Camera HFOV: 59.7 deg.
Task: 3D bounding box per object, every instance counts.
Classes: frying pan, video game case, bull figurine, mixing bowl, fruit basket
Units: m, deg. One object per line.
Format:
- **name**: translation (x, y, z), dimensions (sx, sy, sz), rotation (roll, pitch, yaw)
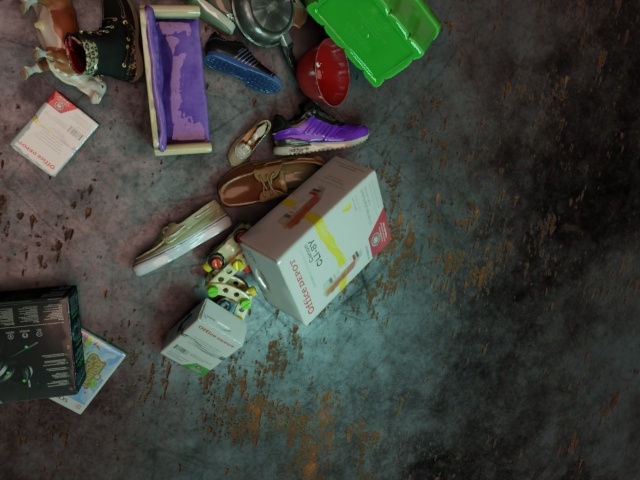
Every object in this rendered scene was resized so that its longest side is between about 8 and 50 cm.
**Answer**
- **frying pan**: translation (-0.129, -0.554, 1.489), dimensions (0.197, 0.053, 0.326), rotation (-26, 112, -35)
- **video game case**: translation (-0.688, 0.353, 1.554), dimensions (0.193, 0.023, 0.212), rotation (38, 88, -22)
- **bull figurine**: translation (-0.628, -0.470, 1.331), dimensions (0.101, 0.188, 0.310), rotation (-12, 100, 27)
- **mixing bowl**: translation (-0.004, -0.463, 1.552), dimensions (0.181, 0.098, 0.182), rotation (-13, 105, -56)
- **fruit basket**: translation (0.153, -0.664, 1.528), dimensions (0.283, 0.392, 0.392), rotation (-28, 116, 34)

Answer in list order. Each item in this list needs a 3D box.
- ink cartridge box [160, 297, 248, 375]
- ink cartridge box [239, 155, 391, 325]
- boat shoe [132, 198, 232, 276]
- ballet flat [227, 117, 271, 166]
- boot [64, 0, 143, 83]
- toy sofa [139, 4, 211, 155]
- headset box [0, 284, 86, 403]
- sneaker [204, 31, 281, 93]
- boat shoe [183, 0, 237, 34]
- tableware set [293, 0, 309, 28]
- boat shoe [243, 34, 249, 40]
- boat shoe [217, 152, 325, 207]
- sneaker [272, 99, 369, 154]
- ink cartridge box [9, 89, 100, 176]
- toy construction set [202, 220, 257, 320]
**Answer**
- **ink cartridge box**: translation (-0.326, 0.275, 1.571), dimensions (0.153, 0.087, 0.208), rotation (37, 125, -22)
- **ink cartridge box**: translation (0.000, 0.000, 1.536), dimensions (0.384, 0.160, 0.279), rotation (-43, 138, -23)
- **boat shoe**: translation (-0.392, -0.007, 1.546), dimensions (0.302, 0.109, 0.094), rotation (-33, 95, -19)
- **ballet flat**: translation (-0.201, -0.278, 1.566), dimensions (0.057, 0.052, 0.168), rotation (38, 88, -22)
- **boot**: translation (-0.523, -0.499, 1.334), dimensions (0.178, 0.085, 0.237), rotation (-23, 105, -60)
- **toy sofa**: translation (-0.366, -0.402, 1.417), dimensions (0.150, 0.177, 0.363), rotation (-6, 103, -17)
- **headset box**: translation (-0.751, 0.275, 1.437), dimensions (0.246, 0.131, 0.283), rotation (-5, 99, -12)
- **sneaker**: translation (-0.201, -0.481, 1.508), dimensions (0.232, 0.081, 0.091), rotation (19, 66, -34)
- **boat shoe**: translation (-0.333, -0.662, 1.407), dimensions (0.324, 0.116, 0.097), rotation (34, 85, -26)
- **tableware set**: translation (-0.065, -0.687, 1.541), dimensions (0.141, 0.020, 0.169), rotation (41, 87, -22)
- **boat shoe**: translation (-0.184, -0.610, 1.502), dimensions (0.040, 0.049, 0.142), rotation (1, 104, -18)
- **boat shoe**: translation (-0.131, -0.175, 1.576), dimensions (0.324, 0.120, 0.123), rotation (-21, 108, -14)
- **sneaker**: translation (0.001, -0.331, 1.596), dimensions (0.293, 0.102, 0.146), rotation (-11, 104, -16)
- **ink cartridge box**: translation (-0.663, -0.267, 1.400), dimensions (0.127, 0.072, 0.175), rotation (41, 87, -22)
- **toy construction set**: translation (-0.203, 0.068, 1.587), dimensions (0.215, 0.151, 0.328), rotation (43, 86, -22)
